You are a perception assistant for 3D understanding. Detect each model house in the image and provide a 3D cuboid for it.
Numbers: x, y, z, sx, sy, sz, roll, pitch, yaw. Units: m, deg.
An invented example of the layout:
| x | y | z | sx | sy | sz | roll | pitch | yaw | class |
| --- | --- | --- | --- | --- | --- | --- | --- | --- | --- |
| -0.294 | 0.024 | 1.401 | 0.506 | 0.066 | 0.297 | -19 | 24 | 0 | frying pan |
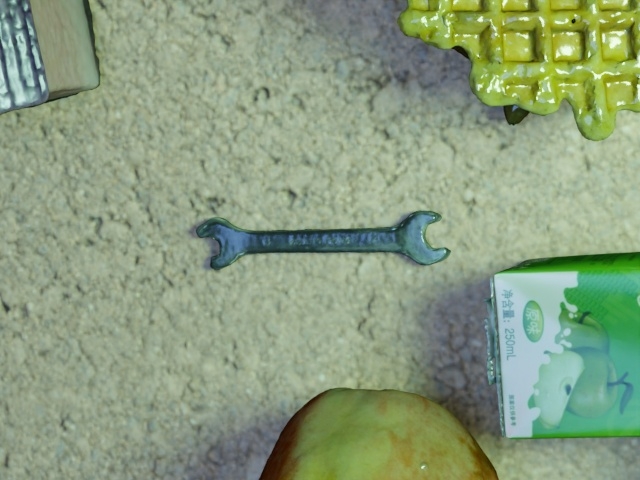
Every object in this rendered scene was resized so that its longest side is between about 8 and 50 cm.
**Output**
| x | y | z | sx | sy | sz | roll | pitch | yaw | class |
| --- | --- | --- | --- | --- | --- | --- | --- | --- | --- |
| -0.355 | -0.229 | 1.818 | 0.202 | 0.237 | 0.237 | -5 | 96 | 20 | model house |

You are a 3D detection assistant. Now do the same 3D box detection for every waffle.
| x | y | z | sx | sy | sz | roll | pitch | yaw | class |
| --- | --- | --- | --- | --- | --- | --- | --- | --- | --- |
| 0.210 | -0.254 | 1.667 | 0.312 | 0.060 | 0.307 | 33 | 83 | -3 | waffle |

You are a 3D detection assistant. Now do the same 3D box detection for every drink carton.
| x | y | z | sx | sy | sz | roll | pitch | yaw | class |
| --- | --- | --- | --- | --- | --- | --- | --- | --- | --- |
| 0.289 | 0.087 | 1.707 | 0.271 | 0.108 | 0.161 | -2 | 97 | 17 | drink carton |

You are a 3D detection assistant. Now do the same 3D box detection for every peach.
| x | y | z | sx | sy | sz | roll | pitch | yaw | class |
| --- | --- | --- | --- | --- | --- | --- | --- | --- | --- |
| 0.043 | 0.261 | 1.722 | 0.232 | 0.232 | 0.257 | 0 | 53 | 18 | peach |

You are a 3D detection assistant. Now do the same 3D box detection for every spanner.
| x | y | z | sx | sy | sz | roll | pitch | yaw | class |
| --- | --- | --- | --- | --- | --- | --- | --- | --- | --- |
| 0.000 | 0.000 | 1.843 | 0.254 | 0.015 | 0.054 | -1 | 97 | 19 | spanner |

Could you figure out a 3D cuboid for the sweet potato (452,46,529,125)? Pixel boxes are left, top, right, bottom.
| x | y | z | sx | sy | sz | roll | pitch | yaw | class |
| --- | --- | --- | --- | --- | --- | --- | --- | --- | --- |
| 0.132 | -0.254 | 1.734 | 0.124 | 0.098 | 0.310 | -10 | 91 | -1 | sweet potato |
